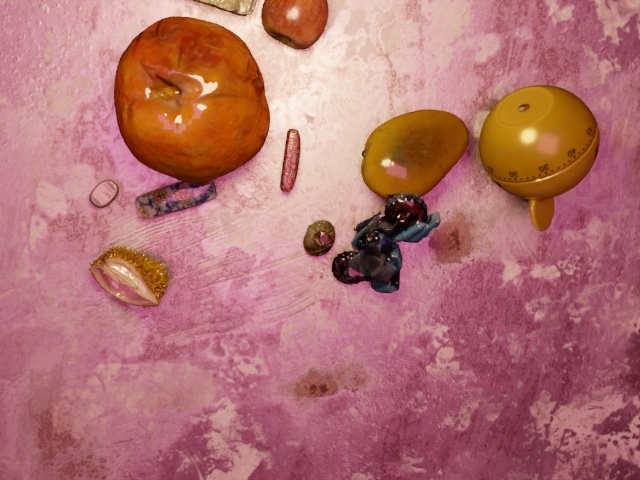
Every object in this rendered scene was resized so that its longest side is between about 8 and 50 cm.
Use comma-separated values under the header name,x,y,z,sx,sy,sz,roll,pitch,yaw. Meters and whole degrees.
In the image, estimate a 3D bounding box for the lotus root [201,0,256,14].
name,x,y,z,sx,sy,sz,roll,pitch,yaw
lotus root,-0.291,-0.725,1.740,0.234,0.138,0.119,13,105,-8

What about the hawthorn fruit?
name,x,y,z,sx,sy,sz,roll,pitch,yaw
hawthorn fruit,-0.344,-0.383,1.655,0.471,0.472,0.472,-1,101,-5

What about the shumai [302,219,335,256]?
name,x,y,z,sx,sy,sz,roll,pitch,yaw
shumai,0.001,0.000,1.935,0.099,0.087,0.124,18,100,-10

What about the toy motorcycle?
name,x,y,z,sx,sy,sz,roll,pitch,yaw
toy motorcycle,0.218,0.025,1.894,0.232,0.172,0.416,29,126,-15

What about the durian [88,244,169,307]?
name,x,y,z,sx,sy,sz,roll,pitch,yaw
durian,-0.585,0.104,1.882,0.249,0.183,0.138,27,61,-7

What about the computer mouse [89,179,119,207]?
name,x,y,z,sx,sy,sz,roll,pitch,yaw
computer mouse,-0.663,-0.143,1.868,0.066,0.039,0.096,45,86,-12

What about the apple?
name,x,y,z,sx,sy,sz,roll,pitch,yaw
apple,-0.070,-0.653,1.749,0.188,0.188,0.174,27,86,-10

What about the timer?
name,x,y,z,sx,sy,sz,roll,pitch,yaw
timer,0.664,-0.262,1.839,0.376,0.376,0.387,-37,127,3

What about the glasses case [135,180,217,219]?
name,x,y,z,sx,sy,sz,roll,pitch,yaw
glasses case,-0.445,-0.133,1.877,0.248,0.065,0.087,-15,104,-2

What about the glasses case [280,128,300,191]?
name,x,y,z,sx,sy,sz,roll,pitch,yaw
glasses case,-0.090,-0.247,1.884,0.049,0.073,0.195,7,101,-7

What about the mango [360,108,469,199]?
name,x,y,z,sx,sy,sz,roll,pitch,yaw
mango,0.290,-0.268,1.848,0.365,0.182,0.253,-29,85,-7
